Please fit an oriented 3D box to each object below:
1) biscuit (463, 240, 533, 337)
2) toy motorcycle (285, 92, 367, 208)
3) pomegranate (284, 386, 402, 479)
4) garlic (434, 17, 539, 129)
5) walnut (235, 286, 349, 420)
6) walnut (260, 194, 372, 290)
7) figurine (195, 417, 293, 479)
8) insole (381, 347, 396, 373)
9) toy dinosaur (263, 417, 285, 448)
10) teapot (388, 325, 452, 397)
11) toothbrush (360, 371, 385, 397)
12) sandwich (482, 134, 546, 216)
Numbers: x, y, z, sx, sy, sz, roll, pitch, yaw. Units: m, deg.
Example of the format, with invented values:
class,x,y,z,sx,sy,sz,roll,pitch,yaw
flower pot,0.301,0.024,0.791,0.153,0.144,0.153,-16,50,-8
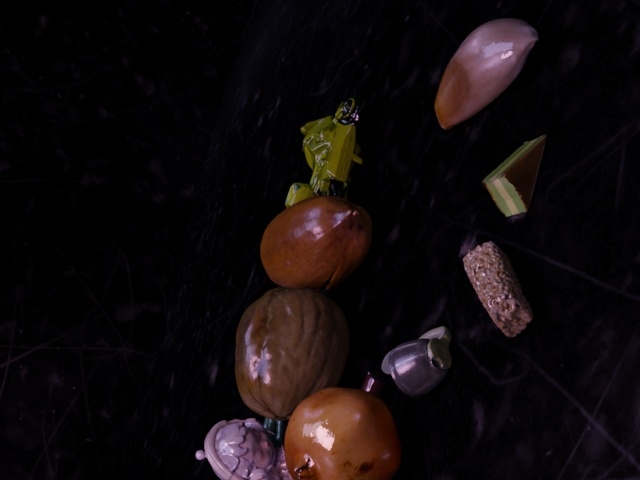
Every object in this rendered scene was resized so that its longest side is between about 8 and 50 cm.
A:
class,x,y,z,sx,sy,sz,roll,pitch,yaw
biscuit,0.271,0.074,1.597,0.070,0.082,0.168,-36,29,14
toy motorcycle,0.014,-0.180,2.449,0.206,0.142,0.342,-35,37,61
pomegranate,0.036,0.344,1.755,0.209,0.209,0.209,-53,25,38
garlic,0.295,-0.317,1.922,0.318,0.112,0.143,124,157,-61
walnut,-0.059,0.231,2.095,0.227,0.283,0.283,-12,54,31
walnut,0.000,0.000,2.218,0.336,0.209,0.209,-35,38,58
figurine,-0.124,0.424,2.070,0.162,0.237,0.141,-91,22,-53
insole,0.146,0.217,1.891,0.153,0.002,0.053,-14,57,67
toy dinosaur,-0.114,0.420,2.233,0.120,0.079,0.292,54,-138,-63
teapot,0.171,0.189,1.731,0.091,0.092,0.124,-34,43,32
toothbrush,0.033,0.413,1.940,0.364,0.041,0.041,-67,19,7
sandwich,0.336,-0.106,1.710,0.116,0.074,0.074,-41,9,-21
